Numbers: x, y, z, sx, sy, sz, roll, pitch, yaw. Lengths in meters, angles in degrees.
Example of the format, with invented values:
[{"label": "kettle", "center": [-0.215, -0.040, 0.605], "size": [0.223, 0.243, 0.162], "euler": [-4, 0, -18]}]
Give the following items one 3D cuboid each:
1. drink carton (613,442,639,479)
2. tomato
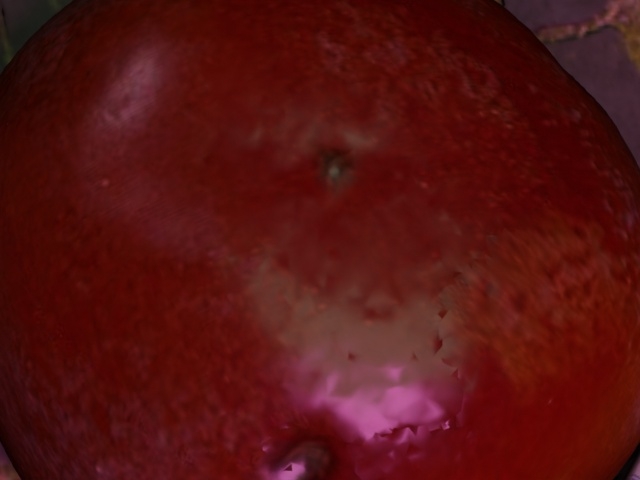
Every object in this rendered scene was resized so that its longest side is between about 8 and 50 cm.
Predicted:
[{"label": "drink carton", "center": [0.157, 0.165, 0.743], "size": [0.130, 0.106, 0.315], "euler": [40, 69, -6]}, {"label": "tomato", "center": [-0.004, -0.001, 0.673], "size": [0.338, 0.144, 0.338], "euler": [1, 72, -2]}]
